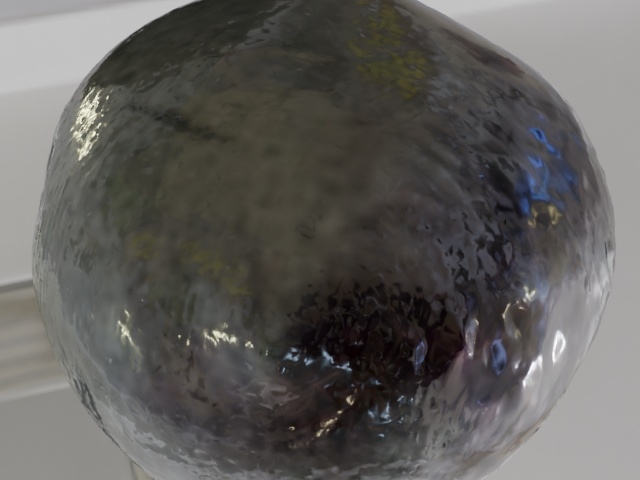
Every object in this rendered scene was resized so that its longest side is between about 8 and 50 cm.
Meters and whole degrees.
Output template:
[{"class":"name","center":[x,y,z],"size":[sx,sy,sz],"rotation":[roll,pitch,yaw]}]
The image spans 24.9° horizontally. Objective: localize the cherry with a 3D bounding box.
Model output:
[{"class":"cherry","center":[0.000,0.000,0.639],"size":[0.255,0.218,0.296],"rotation":[21,-153,2]}]
